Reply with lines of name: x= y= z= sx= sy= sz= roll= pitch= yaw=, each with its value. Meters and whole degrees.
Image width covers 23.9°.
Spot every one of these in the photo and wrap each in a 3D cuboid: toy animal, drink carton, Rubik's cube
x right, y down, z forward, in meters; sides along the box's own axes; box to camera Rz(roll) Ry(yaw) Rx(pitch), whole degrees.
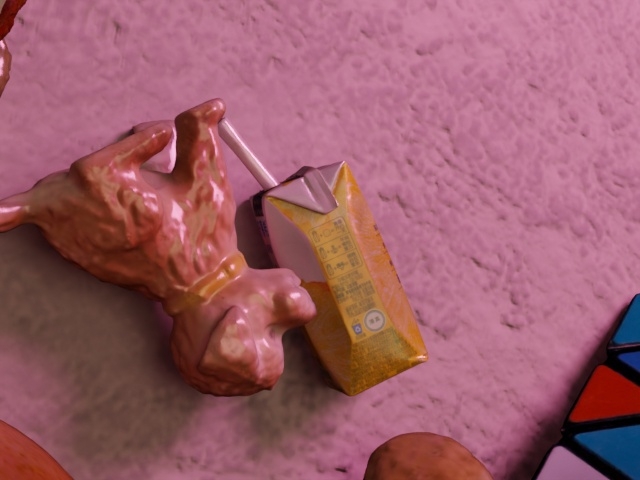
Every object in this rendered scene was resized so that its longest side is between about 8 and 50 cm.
toy animal: x=-0.107 y=0.030 z=0.931 sx=0.184 sy=0.104 sz=0.185 roll=-30 pitch=103 yaw=-32
drink carton: x=0.000 y=0.000 z=1.009 sx=0.075 sy=0.084 sz=0.200 roll=-23 pitch=96 yaw=-9
Rubik's cube: x=0.268 y=0.198 z=1.138 sx=0.284 sy=0.250 sz=0.234 roll=-12 pitch=121 yaw=-2

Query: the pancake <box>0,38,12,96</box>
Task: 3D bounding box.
pancake: x=-0.278 y=-0.158 z=0.891 sx=0.222 sy=0.042 sz=0.236 roll=20 pitch=74 yaw=-31

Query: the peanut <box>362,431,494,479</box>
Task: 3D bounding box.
peanut: x=0.075 y=0.238 z=0.988 sx=0.129 sy=0.129 sz=0.224 roll=-9 pitch=89 yaw=-31

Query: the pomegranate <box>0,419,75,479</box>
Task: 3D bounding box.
pomegranate: x=-0.239 y=0.213 z=0.716 sx=0.319 sy=0.319 sz=0.319 roll=5 pitch=79 yaw=-30

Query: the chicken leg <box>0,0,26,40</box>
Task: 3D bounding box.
chicken leg: x=-0.246 y=-0.154 z=0.833 sx=0.407 sy=0.096 sz=0.158 roll=-47 pitch=109 yaw=-26
